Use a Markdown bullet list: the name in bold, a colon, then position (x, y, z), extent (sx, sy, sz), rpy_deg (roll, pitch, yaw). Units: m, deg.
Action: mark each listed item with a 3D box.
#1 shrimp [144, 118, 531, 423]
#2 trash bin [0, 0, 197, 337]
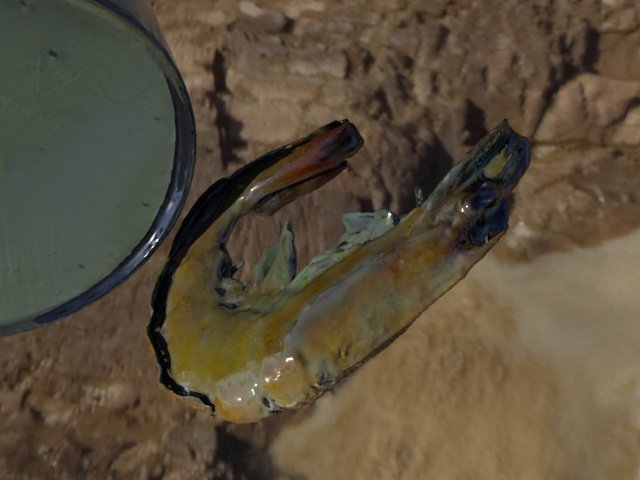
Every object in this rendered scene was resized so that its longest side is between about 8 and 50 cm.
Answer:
- **shrimp**: position (0.001, 0.001, 0.732), extent (0.253, 0.173, 0.058), rpy_deg (-42, 142, 3)
- **trash bin**: position (-0.256, -0.165, 0.827), extent (0.280, 0.432, 0.280), rpy_deg (-14, 133, -15)
